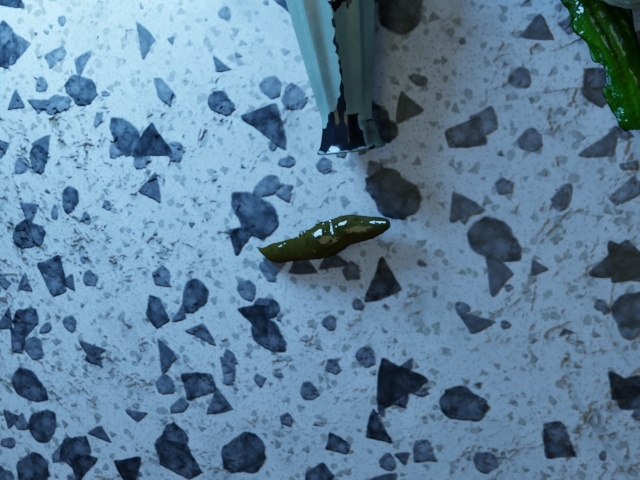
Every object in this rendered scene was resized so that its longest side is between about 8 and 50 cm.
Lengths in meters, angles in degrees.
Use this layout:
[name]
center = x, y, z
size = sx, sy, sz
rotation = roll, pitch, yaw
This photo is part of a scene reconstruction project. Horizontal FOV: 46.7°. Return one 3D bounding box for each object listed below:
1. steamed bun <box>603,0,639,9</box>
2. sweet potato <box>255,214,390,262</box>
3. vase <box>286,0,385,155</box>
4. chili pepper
[steamed bun]
center = 0.388, -0.426, 0.990
size = 0.428, 0.189, 0.247
rotation = 19, 90, 27
[sweet potato]
center = 0.000, 0.000, 1.294
size = 0.274, 0.067, 0.067
rotation = -14, 93, 27
[vase]
center = 0.027, -0.323, 1.189
size = 0.165, 0.165, 0.360
rotation = -5, 101, 21
[chili pepper]
center = 0.421, -0.279, 1.072
size = 0.083, 0.099, 0.253
rotation = -22, 90, 13
